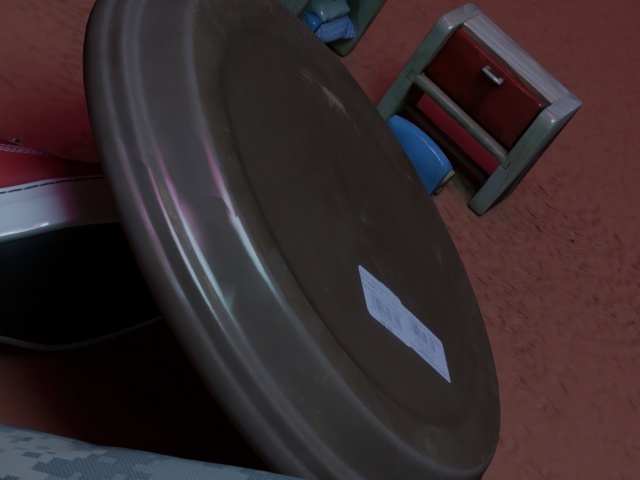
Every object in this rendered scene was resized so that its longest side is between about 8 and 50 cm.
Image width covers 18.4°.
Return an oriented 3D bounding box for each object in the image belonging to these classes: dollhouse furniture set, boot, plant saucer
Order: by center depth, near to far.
[{"bbox_3d":[-0.157,-0.041,0.818,0.244,0.088,0.176,-2,48,-38],"label":"boot"},{"bbox_3d":[0.000,0.000,0.835,0.278,0.041,0.278,50,22,-29],"label":"plant saucer"},{"bbox_3d":[0.037,-0.108,1.011,0.184,0.129,0.129,43,36,10],"label":"dollhouse furniture set"}]

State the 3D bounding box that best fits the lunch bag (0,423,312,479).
[{"bbox_3d":[-0.139,0.164,0.453,0.235,0.168,0.287,9,29,16],"label":"lunch bag"}]
